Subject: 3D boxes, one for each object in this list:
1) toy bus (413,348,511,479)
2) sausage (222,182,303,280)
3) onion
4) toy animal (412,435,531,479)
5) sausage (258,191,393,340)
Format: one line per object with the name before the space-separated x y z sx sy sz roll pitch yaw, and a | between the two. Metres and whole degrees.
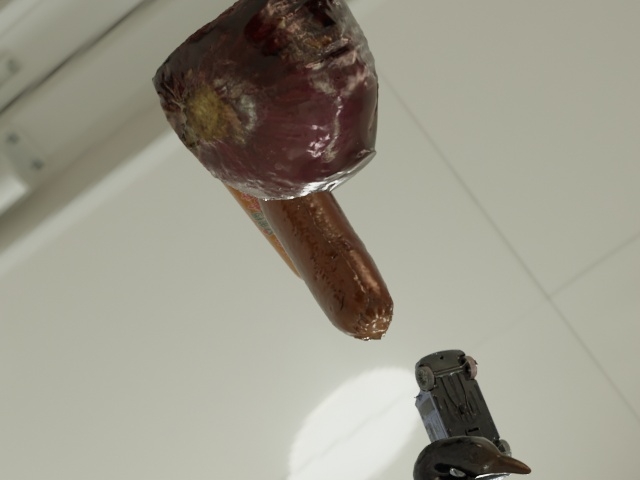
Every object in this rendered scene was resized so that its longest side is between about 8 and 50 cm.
toy bus | 0.162 0.218 1.926 0.076 0.073 0.167 -53 -127 55
sausage | -0.086 -0.050 2.404 0.053 0.348 0.053 -24 -143 19
onion | -0.029 -0.156 1.713 0.216 0.206 0.207 -28 173 -45
toy animal | 0.143 0.356 1.707 0.122 0.185 0.298 -26 141 -62
sausage | 0.000 0.000 2.170 0.102 0.102 0.330 -36 -124 7
